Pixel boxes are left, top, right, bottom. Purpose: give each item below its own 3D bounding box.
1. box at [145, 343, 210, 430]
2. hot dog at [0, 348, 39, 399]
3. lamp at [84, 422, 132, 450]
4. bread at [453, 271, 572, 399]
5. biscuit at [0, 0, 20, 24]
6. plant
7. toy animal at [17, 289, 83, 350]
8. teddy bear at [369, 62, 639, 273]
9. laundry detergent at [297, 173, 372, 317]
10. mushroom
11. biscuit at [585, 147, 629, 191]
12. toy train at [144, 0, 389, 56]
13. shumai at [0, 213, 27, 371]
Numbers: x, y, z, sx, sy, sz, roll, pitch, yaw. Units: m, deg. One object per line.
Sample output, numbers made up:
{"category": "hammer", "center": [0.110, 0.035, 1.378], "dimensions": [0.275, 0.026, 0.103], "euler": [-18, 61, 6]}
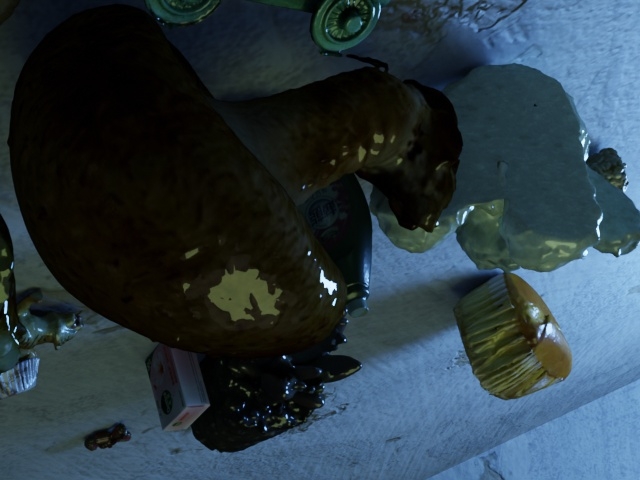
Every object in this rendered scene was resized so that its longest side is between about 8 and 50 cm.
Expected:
{"category": "box", "center": [-0.221, 0.219, 1.418], "dimensions": [0.043, 0.125, 0.089], "euler": [3, 143, -38]}
{"category": "hot dog", "center": [-0.501, 0.200, 1.224], "dimensions": [0.252, 0.069, 0.131], "euler": [-17, 177, -5]}
{"category": "lamp", "center": [-0.386, 0.359, 1.663], "dimensions": [0.083, 0.031, 0.063], "euler": [-14, 152, -6]}
{"category": "bread", "center": [0.361, 0.175, 1.681], "dimensions": [0.156, 0.204, 0.288], "euler": [-26, 149, 18]}
{"category": "biscuit", "center": [-0.301, -0.210, 0.660], "dimensions": [0.188, 0.040, 0.265], "euler": [0, 145, -37]}
{"category": "plant", "center": [-0.077, 0.214, 1.463], "dimensions": [0.194, 0.182, 0.320], "euler": [3, 149, -40]}
{"category": "toy animal", "center": [-0.418, 0.118, 1.162], "dimensions": [0.241, 0.057, 0.099], "euler": [-9, 151, -25]}
{"category": "teddy bear", "center": [0.216, -0.011, 1.116], "dimensions": [0.327, 0.375, 0.362], "euler": [8, 137, 13]}
{"category": "laundry detergent", "center": [0.000, 0.000, 1.080], "dimensions": [0.137, 0.211, 0.063], "euler": [-25, 154, 9]}
{"category": "mushroom", "center": [-0.063, -0.058, 0.769], "dimensions": [0.356, 0.331, 0.334], "euler": [-19, 142, 11]}
{"category": "biscuit", "center": [0.372, -0.076, 1.368], "dimensions": [0.168, 0.082, 0.070], "euler": [-25, 128, 7]}
{"category": "toy train", "center": [-0.037, -0.252, 0.714], "dimensions": [0.285, 0.116, 0.177], "euler": [1, 133, -37]}
{"category": "shumai", "center": [-0.436, 0.062, 0.804], "dimensions": [0.323, 0.324, 0.397], "euler": [-16, 161, -43]}
